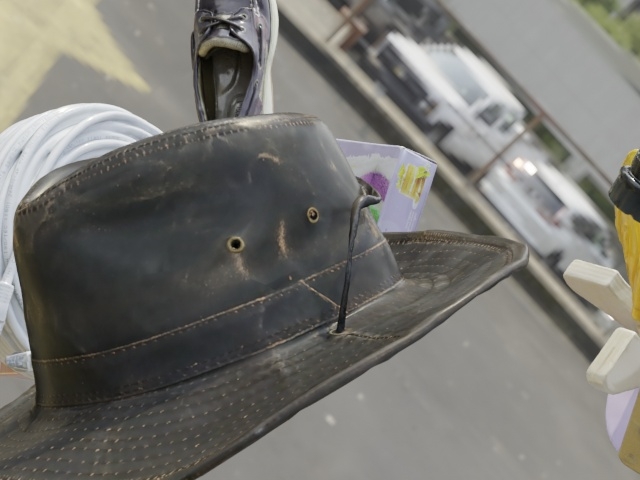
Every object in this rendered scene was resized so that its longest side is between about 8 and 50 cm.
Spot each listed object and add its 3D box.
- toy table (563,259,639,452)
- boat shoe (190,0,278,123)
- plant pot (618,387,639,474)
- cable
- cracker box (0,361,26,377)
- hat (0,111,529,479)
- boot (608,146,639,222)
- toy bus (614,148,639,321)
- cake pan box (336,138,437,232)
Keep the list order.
[{"bbox_3d":[0.405,0.108,1.739,0.252,0.274,0.161,4,-36,41],"label":"toy table"},{"bbox_3d":[-0.112,-0.239,1.903,0.092,0.103,0.285,13,75,-75],"label":"boat shoe"},{"bbox_3d":[0.234,0.098,0.889,0.109,0.109,0.096,31,50,24],"label":"plant pot"},{"bbox_3d":[-0.208,0.008,1.377,0.257,0.089,0.257,20,70,-45],"label":"cable"},{"bbox_3d":[-0.244,0.139,1.749,0.232,0.067,0.156,9,-9,-22],"label":"cracker box"},{"bbox_3d":[-0.066,0.007,0.776,0.331,0.331,0.134,-65,137,-75],"label":"hat"},{"bbox_3d":[0.370,-0.064,1.160,0.246,0.207,0.094,28,22,-7],"label":"boot"},{"bbox_3d":[0.405,0.019,1.502,0.149,0.220,0.211,85,8,-51],"label":"toy bus"},{"bbox_3d":[0.000,0.000,1.823,0.070,0.245,0.267,25,-7,-37],"label":"cake pan box"}]
